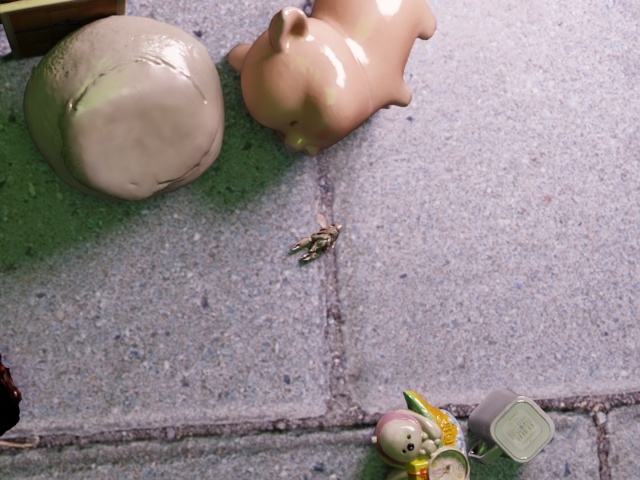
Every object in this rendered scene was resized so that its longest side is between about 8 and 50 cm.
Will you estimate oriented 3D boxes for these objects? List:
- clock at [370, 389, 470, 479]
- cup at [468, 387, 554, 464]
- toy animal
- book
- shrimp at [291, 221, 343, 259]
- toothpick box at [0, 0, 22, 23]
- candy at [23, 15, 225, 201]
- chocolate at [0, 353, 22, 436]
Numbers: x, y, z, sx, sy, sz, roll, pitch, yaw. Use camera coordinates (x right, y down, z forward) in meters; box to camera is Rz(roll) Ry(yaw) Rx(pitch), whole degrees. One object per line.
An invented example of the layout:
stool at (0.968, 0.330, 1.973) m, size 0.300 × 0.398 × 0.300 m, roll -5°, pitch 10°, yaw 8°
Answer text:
clock at (0.152, 0.347, 1.641) m, size 0.144 × 0.103 × 0.230 m, roll -8°, pitch 91°, yaw -20°
cup at (0.289, 0.302, 1.660) m, size 0.128 × 0.129 × 0.095 m, roll -43°, pitch 90°, yaw -7°
toy animal at (0.022, -0.278, 1.588) m, size 0.269 × 0.237 × 0.326 m, roll 22°, pitch 79°, yaw -19°
book at (-0.358, -0.304, 1.485) m, size 0.170 × 0.242 × 0.018 m, roll -13°, pitch 88°, yaw -12°
shrimp at (-0.001, 0.004, 1.661) m, size 0.092 × 0.029 × 0.038 m, roll -25°, pitch 102°, yaw -6°
toothpick box at (-0.460, -0.498, 1.364) m, size 0.409 × 0.425 × 0.408 m, roll 1°, pitch 81°, yaw -9°
candy at (-0.280, -0.192, 1.522) m, size 0.296 × 0.185 × 0.295 m, roll -10°, pitch 112°, yaw -26°
chocolate at (-0.543, 0.188, 1.503) m, size 0.224 × 0.206 × 0.177 m, roll 5°, pitch 43°, yaw -21°
